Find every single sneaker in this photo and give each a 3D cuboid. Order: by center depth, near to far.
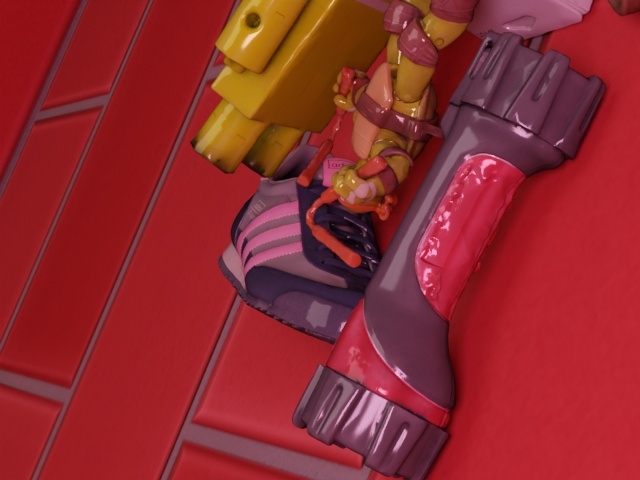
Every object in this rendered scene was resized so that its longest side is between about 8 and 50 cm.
[{"bbox_3d":[0.000,0.000,1.463,0.131,0.112,0.319,-65,22,5],"label":"sneaker"}]

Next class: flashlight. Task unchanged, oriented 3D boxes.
[{"bbox_3d":[0.093,0.013,1.262,0.304,0.103,0.103,-60,16,-3],"label":"flashlight"}]

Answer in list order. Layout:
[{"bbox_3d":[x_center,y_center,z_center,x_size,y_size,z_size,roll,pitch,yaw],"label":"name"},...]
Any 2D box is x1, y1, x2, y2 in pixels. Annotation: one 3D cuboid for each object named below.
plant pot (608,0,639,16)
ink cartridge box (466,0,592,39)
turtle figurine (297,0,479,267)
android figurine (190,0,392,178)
[{"bbox_3d":[0.210,-0.274,1.211,0.109,0.237,0.237,-18,31,3],"label":"plant pot"},{"bbox_3d":[0.165,-0.256,1.407,0.139,0.082,0.191,-11,55,65],"label":"ink cartridge box"},{"bbox_3d":[0.055,-0.098,1.357,0.269,0.087,0.217,-89,18,-68],"label":"turtle figurine"},{"bbox_3d":[0.005,-0.170,1.461,0.273,0.056,0.248,-55,-16,12],"label":"android figurine"}]
